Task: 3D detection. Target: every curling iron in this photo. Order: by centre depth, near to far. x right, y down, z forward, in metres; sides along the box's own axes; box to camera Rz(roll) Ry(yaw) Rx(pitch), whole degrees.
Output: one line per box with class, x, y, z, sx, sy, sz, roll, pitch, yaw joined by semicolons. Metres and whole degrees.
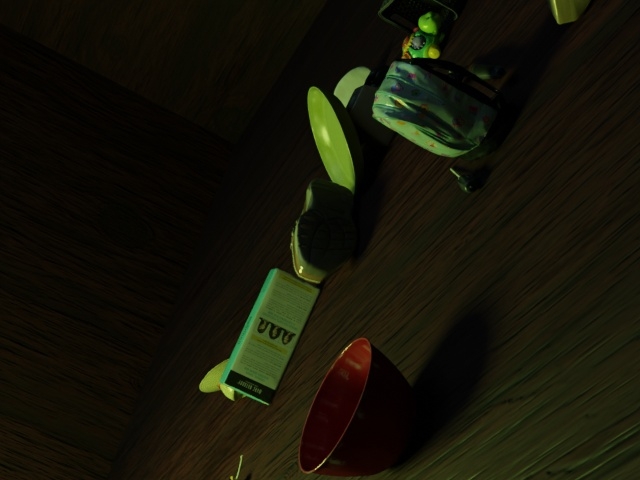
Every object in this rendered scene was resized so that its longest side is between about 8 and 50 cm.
curling iron;0.248;-0.256;1.665;0.274;0.035;0.068;-160;92;-78

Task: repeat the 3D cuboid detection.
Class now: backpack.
backpack;0.168;-0.187;1.506;0.115;0.182;0.152;-65;13;-8

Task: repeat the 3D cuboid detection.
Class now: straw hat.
straw hat;-0.180;0.302;2.192;0.061;0.144;0.144;58;133;25

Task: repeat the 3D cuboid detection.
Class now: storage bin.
storage bin;0.208;-0.486;2.099;0.084;0.122;0.180;-66;13;-14

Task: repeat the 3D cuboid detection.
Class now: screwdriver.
screwdriver;0.203;-0.091;1.541;0.025;0.024;0.170;-34;12;0

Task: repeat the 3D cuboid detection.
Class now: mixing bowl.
mixing bowl;0.058;0.222;1.306;0.181;0.098;0.181;-58;14;24

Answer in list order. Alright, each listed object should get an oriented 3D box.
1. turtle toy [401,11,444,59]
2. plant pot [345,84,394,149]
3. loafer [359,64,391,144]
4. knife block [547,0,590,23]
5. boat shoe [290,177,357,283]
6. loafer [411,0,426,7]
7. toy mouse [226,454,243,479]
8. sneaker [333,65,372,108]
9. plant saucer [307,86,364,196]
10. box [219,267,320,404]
turtle toy;0.201;-0.388;2.054;0.130;0.066;0.095;-55;15;33
plant pot;0.103;-0.257;2.115;0.109;0.096;0.109;-64;13;-5
loafer;0.105;-0.281;2.244;0.078;0.076;0.223;-31;-22;-48
knife block;0.304;-0.459;1.369;0.276;0.242;0.088;-57;13;26
boat shoe;0.000;0.000;1.996;0.324;0.123;0.116;-73;7;-61
loafer;0.257;-0.590;2.195;0.084;0.096;0.267;-63;9;-27
toy mouse;-0.162;0.480;1.832;0.161;0.031;0.143;-60;12;16
sneaker;0.060;-0.318;2.491;0.212;0.080;0.094;-62;1;11
plant saucer;0.036;-0.202;2.126;0.037;0.241;0.241;-21;6;-12
box;-0.097;0.184;2.019;0.244;0.100;0.060;-65;11;-11
